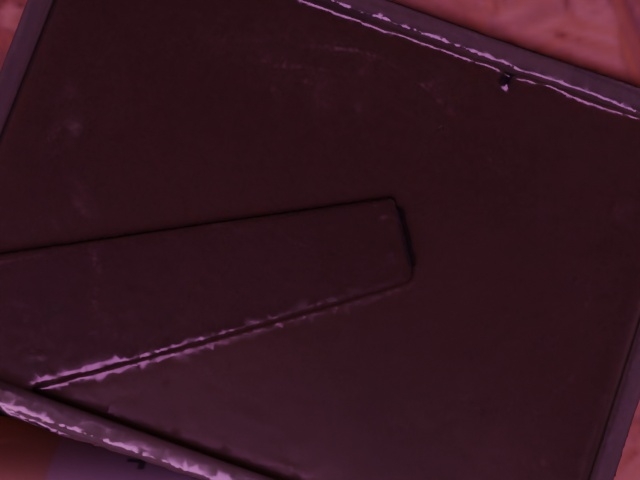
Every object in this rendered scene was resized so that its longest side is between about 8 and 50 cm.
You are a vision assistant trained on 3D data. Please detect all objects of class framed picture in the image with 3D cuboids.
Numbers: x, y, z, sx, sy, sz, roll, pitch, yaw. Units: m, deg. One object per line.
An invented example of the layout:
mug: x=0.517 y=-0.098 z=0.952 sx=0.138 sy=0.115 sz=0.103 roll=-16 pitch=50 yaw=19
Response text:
framed picture: x=0.000 y=0.000 z=0.637 sx=0.260 sy=0.023 sz=0.189 roll=19 pitch=84 yaw=-2

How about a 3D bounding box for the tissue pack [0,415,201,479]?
tissue pack: x=-0.048 y=0.167 z=0.704 sx=0.222 sy=0.090 sz=0.186 roll=6 pitch=107 yaw=3
